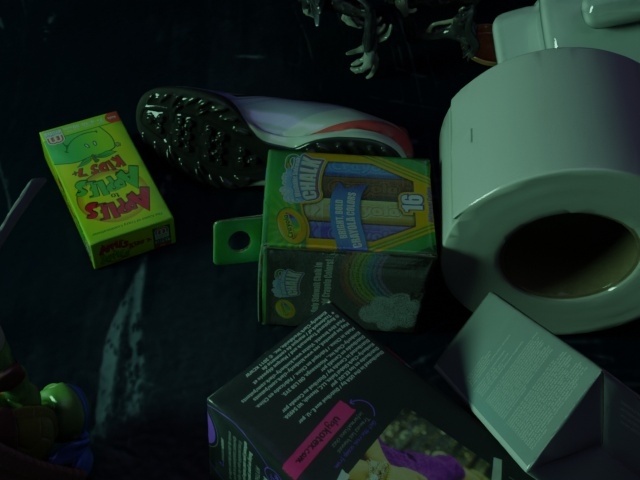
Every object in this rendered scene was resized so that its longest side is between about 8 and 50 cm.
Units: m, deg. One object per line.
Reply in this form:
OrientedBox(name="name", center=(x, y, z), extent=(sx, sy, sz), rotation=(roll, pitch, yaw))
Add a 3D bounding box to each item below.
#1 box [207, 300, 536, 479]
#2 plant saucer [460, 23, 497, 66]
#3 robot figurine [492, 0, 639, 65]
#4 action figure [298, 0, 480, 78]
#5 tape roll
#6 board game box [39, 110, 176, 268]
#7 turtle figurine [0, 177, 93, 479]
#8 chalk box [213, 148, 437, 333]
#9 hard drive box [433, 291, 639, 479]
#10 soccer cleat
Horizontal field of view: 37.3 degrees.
OrientedBox(name="box", center=(0.050, 0.208, 0.758), extent=(0.143, 0.165, 0.270), rotation=(-36, 61, -29))
OrientedBox(name="plant saucer", center=(0.228, -0.260, 1.266), extent=(0.083, 0.013, 0.083), rotation=(3, 50, -3))
OrientedBox(name="robot figurine", center=(0.384, -0.236, 1.092), extent=(0.353, 0.300, 0.200), rotation=(-11, 83, 22))
OrientedBox(name="action figure", center=(0.065, -0.291, 1.202), extent=(0.275, 0.141, 0.164), rotation=(10, 52, -8))
OrientedBox(name="tape roll", center=(0.239, -0.044, 0.935), extent=(0.246, 0.246, 0.169), rotation=(6, 50, 1))
OrientedBox(name="board game box", center=(-0.236, -0.060, 1.043), extent=(0.092, 0.043, 0.181), rotation=(-19, 54, -20))
OrientedBox(name="turtle figurine", center=(-0.333, 0.122, 0.765), extent=(0.197, 0.275, 0.266), rotation=(-15, 4, 35))
OrientedBox(name="chalk box", center=(0.000, 0.000, 0.953), extent=(0.213, 0.132, 0.132), rotation=(5, 50, -2))
OrientedBox(name="hard drive box", center=(0.212, 0.147, 0.745), extent=(0.181, 0.232, 0.089), rotation=(36, 93, -12))
OrientedBox(name="soccer cleat", center=(-0.050, -0.118, 1.082), extent=(0.318, 0.109, 0.116), rotation=(12, 30, 8))
